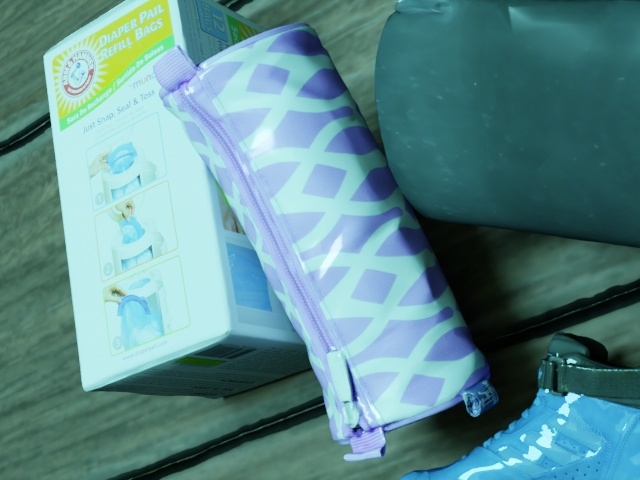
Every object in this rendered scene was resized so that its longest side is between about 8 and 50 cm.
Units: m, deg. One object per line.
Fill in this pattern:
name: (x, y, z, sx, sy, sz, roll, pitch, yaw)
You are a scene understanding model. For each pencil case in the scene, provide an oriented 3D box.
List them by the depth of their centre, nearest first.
pencil case: (0.000, 0.000, 0.503, 0.086, 0.088, 0.206, -33, 83, 48)

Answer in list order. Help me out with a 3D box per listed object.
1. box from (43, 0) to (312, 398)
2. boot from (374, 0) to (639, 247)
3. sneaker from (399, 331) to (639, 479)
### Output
box: (-0.071, -0.024, 0.600, 0.103, 0.114, 0.203, -23, 69, 29)
boot: (0.210, 0.008, 0.360, 0.445, 0.146, 0.366, 14, 102, 34)
sneaker: (0.103, 0.086, 0.495, 0.152, 0.058, 0.084, -10, 82, 28)
